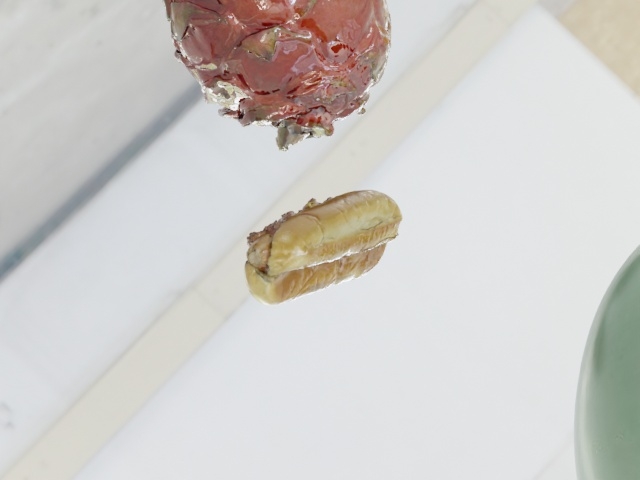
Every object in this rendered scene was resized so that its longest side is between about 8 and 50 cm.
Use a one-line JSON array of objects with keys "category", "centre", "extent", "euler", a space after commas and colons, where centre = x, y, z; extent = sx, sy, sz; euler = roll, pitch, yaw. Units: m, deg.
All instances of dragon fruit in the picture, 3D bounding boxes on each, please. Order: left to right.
[{"category": "dragon fruit", "centre": [-0.056, -0.284, 1.830], "extent": [0.277, 0.343, 0.277], "euler": [-19, -168, 4]}]

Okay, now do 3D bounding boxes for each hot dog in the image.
[{"category": "hot dog", "centre": [0.000, 0.000, 1.412], "extent": [0.249, 0.076, 0.102], "euler": [-19, 146, -57]}]

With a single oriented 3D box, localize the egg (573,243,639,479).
[{"category": "egg", "centre": [0.321, 0.155, 1.050], "extent": [0.276, 0.389, 0.276], "euler": [-4, 158, -2]}]
